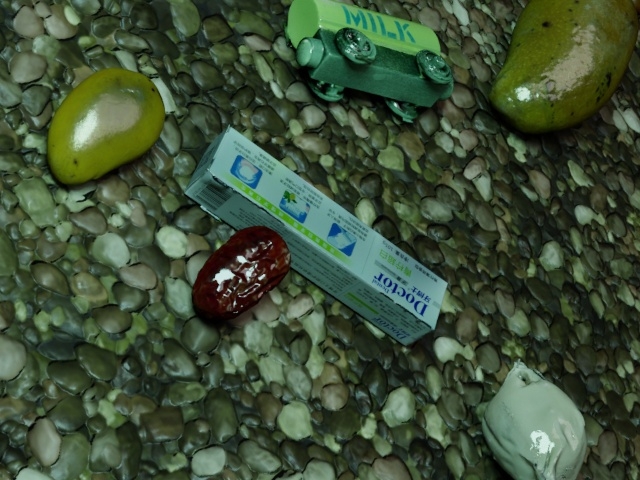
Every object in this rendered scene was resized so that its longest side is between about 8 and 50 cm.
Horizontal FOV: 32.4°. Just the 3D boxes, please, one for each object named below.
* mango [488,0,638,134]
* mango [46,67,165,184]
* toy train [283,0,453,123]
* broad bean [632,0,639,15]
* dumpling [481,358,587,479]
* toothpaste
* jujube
[{"bbox_3d":[0.377,-0.280,1.671,0.176,0.176,0.330,11,47,22],"label":"mango"},{"bbox_3d":[-0.235,-0.124,1.197,0.103,0.076,0.161,49,56,-13],"label":"mango"},{"bbox_3d":[0.064,-0.256,1.473,0.253,0.105,0.157,6,50,-36],"label":"toy train"},{"bbox_3d":[0.550,-0.471,1.943,0.114,0.084,0.165,40,50,-25],"label":"broad bean"},{"bbox_3d":[0.258,0.244,1.334,0.118,0.136,0.199,-1,39,0],"label":"dumpling"},{"bbox_3d":[0.000,0.000,1.306,0.336,0.067,0.081,35,50,-17],"label":"toothpaste"},{"bbox_3d":[-0.090,0.037,1.219,0.129,0.077,0.077,-41,93,-31],"label":"jujube"}]
